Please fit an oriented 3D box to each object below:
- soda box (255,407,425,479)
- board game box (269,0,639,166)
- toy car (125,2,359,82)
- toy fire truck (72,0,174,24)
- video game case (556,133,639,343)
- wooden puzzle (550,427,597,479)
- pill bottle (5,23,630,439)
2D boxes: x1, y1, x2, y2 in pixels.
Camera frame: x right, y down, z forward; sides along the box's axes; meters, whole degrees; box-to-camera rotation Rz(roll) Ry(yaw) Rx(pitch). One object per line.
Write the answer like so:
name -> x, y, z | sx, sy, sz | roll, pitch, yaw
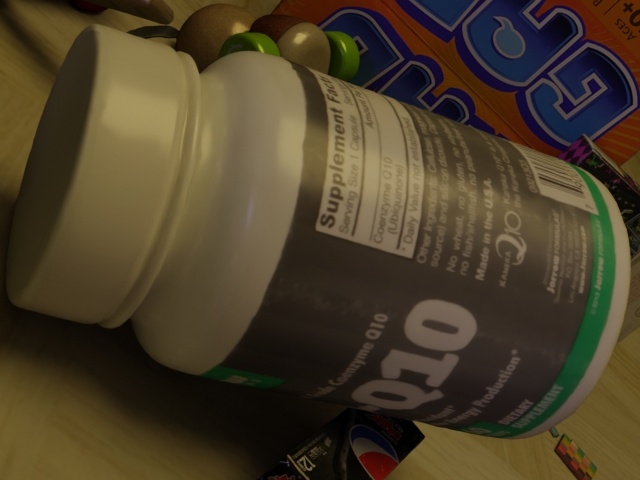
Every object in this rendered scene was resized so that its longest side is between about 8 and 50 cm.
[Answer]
soda box -> 0.011, 0.153, 0.717 | 0.053, 0.060, 0.169 | 50, 23, 9
board game box -> 0.166, -0.234, 1.209 | 0.356, 0.356, 0.356 | 43, 24, -11
toy car -> -0.089, -0.158, 0.993 | 0.188, 0.149, 0.155 | 30, 25, 26
toy fire truck -> -0.203, -0.251, 0.900 | 0.217, 0.158, 0.246 | 2, 62, -59
video game case -> 0.257, 0.033, 1.108 | 0.210, 0.232, 0.042 | 36, 24, -24
wooden puzzle -> 0.265, 0.227, 1.101 | 0.083, 0.006, 0.049 | 51, 24, 7
pill bottle -> 0.000, 0.000, 0.688 | 0.361, 0.204, 0.204 | 16, 36, -24
